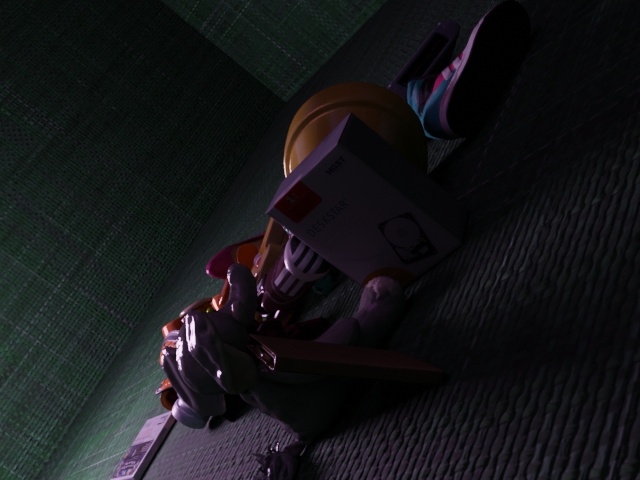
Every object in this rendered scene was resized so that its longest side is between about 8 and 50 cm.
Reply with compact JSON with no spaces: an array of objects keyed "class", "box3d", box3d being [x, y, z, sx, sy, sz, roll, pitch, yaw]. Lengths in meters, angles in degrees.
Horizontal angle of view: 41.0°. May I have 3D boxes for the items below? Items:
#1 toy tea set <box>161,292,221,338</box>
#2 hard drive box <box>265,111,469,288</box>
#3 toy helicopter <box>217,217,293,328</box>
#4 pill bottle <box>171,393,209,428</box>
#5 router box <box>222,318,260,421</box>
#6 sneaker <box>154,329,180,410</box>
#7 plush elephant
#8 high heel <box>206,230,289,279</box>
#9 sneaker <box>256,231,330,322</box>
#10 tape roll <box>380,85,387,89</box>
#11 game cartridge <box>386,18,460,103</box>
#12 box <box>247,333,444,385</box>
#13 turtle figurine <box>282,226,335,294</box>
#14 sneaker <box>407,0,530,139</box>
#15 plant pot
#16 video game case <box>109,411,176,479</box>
[{"class":"toy tea set","box3d":[-0.251,0.202,2.061,0.200,0.124,0.336,-25,-7,-33]},{"class":"hard drive box","box3d":[0.069,-0.042,1.256,0.181,0.232,0.089,-42,16,39]},{"class":"toy helicopter","box3d":[-0.113,0.043,1.788,0.235,0.140,0.355,126,163,-62]},{"class":"pill bottle","box3d":[-0.217,0.270,1.667,0.184,0.103,0.103,-61,11,12]},{"class":"router box","box3d":[-0.167,0.223,1.579,0.179,0.133,0.046,-53,14,-5]},{"class":"sneaker","box3d":[-0.315,0.298,1.912,0.321,0.124,0.180,-32,23,57]},{"class":"plush elephant","box3d":[-0.089,0.157,1.215,0.272,0.255,0.330,-33,23,56]},{"class":"high heel","box3d":[-0.148,0.020,1.999,0.244,0.082,0.117,-15,-18,-30]},{"class":"sneaker","box3d":[-0.052,0.053,1.464,0.162,0.106,0.281,-51,-2,15]},{"class":"tape roll","box3d":[0.076,-0.224,2.063,0.321,0.077,0.321,-49,14,17]},{"class":"game cartridge","box3d":[0.187,-0.295,1.740,0.297,0.062,0.198,-54,-17,-34]},{"class":"box","box3d":[0.024,0.142,1.026,0.164,0.201,0.021,-172,90,-74]},{"class":"turtle figurine","box3d":[0.000,0.000,1.660,0.175,0.118,0.234,0,41,20]},{"class":"sneaker","box3d":[0.257,-0.297,1.556,0.178,0.123,0.296,-5,49,60]},{"class":"plant pot","box3d":[0.056,-0.105,1.435,0.254,0.254,0.239,-46,18,26]},{"class":"video game case","box3d":[-0.408,0.480,1.976,0.190,0.022,0.173,-31,24,56]}]
